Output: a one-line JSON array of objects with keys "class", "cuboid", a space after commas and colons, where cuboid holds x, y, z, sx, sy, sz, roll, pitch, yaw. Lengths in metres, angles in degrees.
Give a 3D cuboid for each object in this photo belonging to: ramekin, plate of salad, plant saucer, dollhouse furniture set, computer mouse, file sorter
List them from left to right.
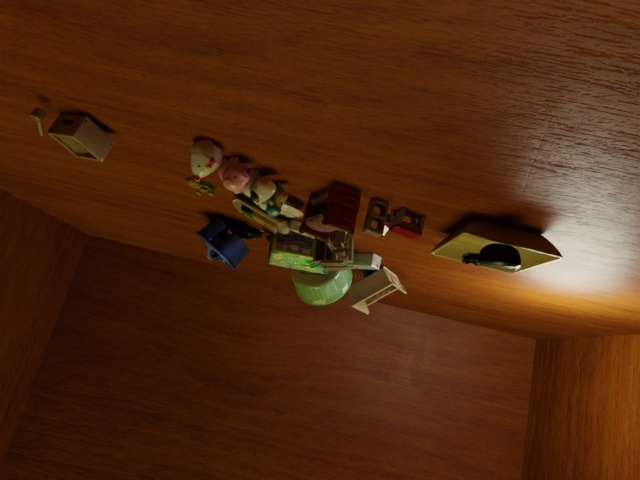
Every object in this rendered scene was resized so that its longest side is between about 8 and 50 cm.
[{"class": "computer mouse", "cuboid": [-0.345, -0.032, 2.248, 0.262, 0.060, 0.184, 19, 166, -21]}, {"class": "plate of salad", "cuboid": [-0.161, -0.135, 1.699, 0.200, 0.048, 0.200, 14, 171, 2]}, {"class": "ramekin", "cuboid": [-0.005, 0.156, 2.184, 0.304, 0.303, 0.148, 7, 144, 24]}, {"class": "dollhouse furniture set", "cuboid": [0.032, 0.014, 1.714, 0.161, 0.211, 0.242, -1, 163, 13]}, {"class": "dollhouse furniture set", "cuboid": [0.144, -0.054, 1.518, 0.375, 0.152, 0.201, 19, 165, -20]}, {"class": "file sorter", "cuboid": [0.259, 0.246, 2.658, 0.105, 0.118, 0.170, 7, 165, 35]}, {"class": "plant saucer", "cuboid": [0.597, 0.018, 1.531, 0.333, 0.080, 0.332, 14, 167, -2]}, {"class": "computer mouse", "cuboid": [0.560, 0.049, 1.402, 0.189, 0.072, 0.272, 8, 177, 13]}]

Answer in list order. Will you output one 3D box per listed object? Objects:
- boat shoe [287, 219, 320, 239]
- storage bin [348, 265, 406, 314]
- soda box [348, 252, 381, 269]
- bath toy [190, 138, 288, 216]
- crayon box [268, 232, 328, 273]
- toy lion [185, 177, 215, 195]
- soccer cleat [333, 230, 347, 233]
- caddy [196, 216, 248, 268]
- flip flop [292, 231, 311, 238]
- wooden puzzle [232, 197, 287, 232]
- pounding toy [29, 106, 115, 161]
[{"class": "boat shoe", "cuboid": [-0.058, -0.045, 1.935, 0.184, 0.066, 0.063, 10, 176, 10]}, {"class": "storage bin", "cuboid": [0.319, 0.291, 2.495, 0.262, 0.123, 0.260, -32, 147, 15]}, {"class": "soda box", "cuboid": [0.202, 0.106, 2.262, 0.216, 0.069, 0.074, -1, 160, 43]}, {"class": "bath toy", "cuboid": [-0.266, -0.194, 1.410, 0.152, 0.128, 0.348, -1, 159, 45]}, {"class": "crayon box", "cuboid": [-0.097, 0.057, 2.034, 0.279, 0.081, 0.165, 11, -150, -10]}, {"class": "toy lion", "cuboid": [-0.479, -0.215, 1.734, 0.100, 0.034, 0.096, 6, 157, 25]}, {"class": "soccer cleat", "cuboid": [0.027, -0.058, 1.828, 0.179, 0.060, 0.072, 8, 156, -1]}, {"class": "caddy", "cuboid": [-0.506, 0.030, 2.232, 0.241, 0.179, 0.341, 42, 167, 7]}, {"class": "flip flop", "cuboid": [0.000, 0.000, 2.012, 0.277, 0.080, 0.112, 10, 165, 14]}, {"class": "wooden puzzle", "cuboid": [-0.250, -0.092, 1.846, 0.239, 0.044, 0.221, 26, 170, 3]}, {"class": "pounding toy", "cuboid": [-0.790, -0.354, 1.369, 0.181, 0.094, 0.206, 12, 157, 25]}]
